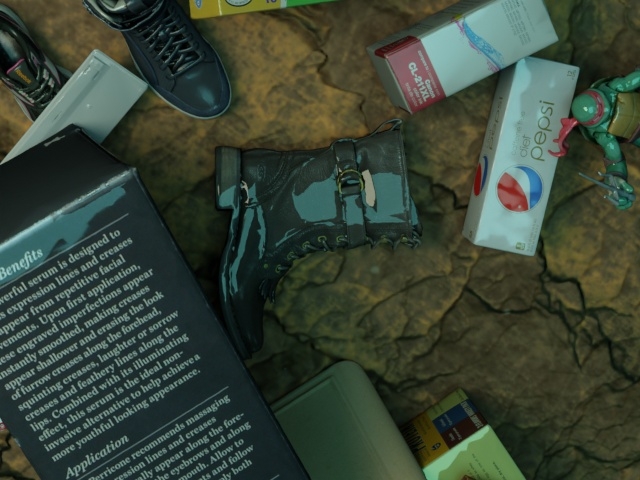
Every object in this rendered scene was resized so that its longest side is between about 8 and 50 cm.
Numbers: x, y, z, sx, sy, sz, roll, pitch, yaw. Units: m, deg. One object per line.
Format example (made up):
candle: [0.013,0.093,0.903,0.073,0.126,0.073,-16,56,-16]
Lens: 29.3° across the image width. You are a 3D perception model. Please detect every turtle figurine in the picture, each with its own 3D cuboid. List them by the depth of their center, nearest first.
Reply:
turtle figurine: [0.341,-0.133,1.315,0.234,0.118,0.175,-4,123,-45]

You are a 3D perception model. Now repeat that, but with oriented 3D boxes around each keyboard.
keyboard: [-0.290,-0.089,1.307,0.072,0.014,0.256,32,107,-37]

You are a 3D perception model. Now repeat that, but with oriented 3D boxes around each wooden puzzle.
wooden puzzle: [-0.019,0.264,1.350,0.239,0.221,0.044,-29,134,-2]

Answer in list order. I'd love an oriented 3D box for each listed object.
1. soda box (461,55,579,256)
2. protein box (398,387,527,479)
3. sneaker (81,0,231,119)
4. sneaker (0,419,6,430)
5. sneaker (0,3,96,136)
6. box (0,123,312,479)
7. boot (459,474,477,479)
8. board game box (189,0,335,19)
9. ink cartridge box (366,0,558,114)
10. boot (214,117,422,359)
soda box: [0.221,-0.097,1.369,0.074,0.069,0.216,11,98,-8]
protein box: [0.144,0.318,1.403,0.201,0.136,0.199,-34,103,0]
sneaker: [-0.168,-0.213,1.259,0.086,0.163,0.226,-37,103,0]
sneaker: [-0.322,0.197,1.378,0.118,0.042,0.067,34,93,-6]
sneaker: [-0.308,-0.170,1.294,0.072,0.077,0.178,-44,103,4]
box: [-0.207,0.119,1.207,0.212,0.293,0.395,-31,111,-11]
boot: [0.171,0.358,1.309,0.152,0.073,0.197,29,84,-13]
board game box: [-0.035,-0.396,1.239,0.242,0.064,0.316,-15,103,-30]
ink cartridge box: [0.149,-0.210,1.310,0.175,0.127,0.072,-26,103,-1]
boot: [0.000,0.000,1.352,0.229,0.091,0.262,-2,99,-5]
